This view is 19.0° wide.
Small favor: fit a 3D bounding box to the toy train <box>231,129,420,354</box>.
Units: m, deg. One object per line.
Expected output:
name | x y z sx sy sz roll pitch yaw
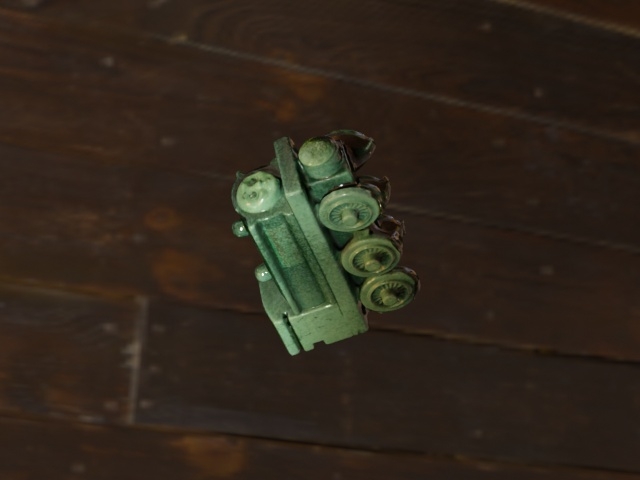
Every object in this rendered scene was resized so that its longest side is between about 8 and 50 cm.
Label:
toy train | 0.000 0.000 1.242 0.170 0.111 0.071 64 9 -49
